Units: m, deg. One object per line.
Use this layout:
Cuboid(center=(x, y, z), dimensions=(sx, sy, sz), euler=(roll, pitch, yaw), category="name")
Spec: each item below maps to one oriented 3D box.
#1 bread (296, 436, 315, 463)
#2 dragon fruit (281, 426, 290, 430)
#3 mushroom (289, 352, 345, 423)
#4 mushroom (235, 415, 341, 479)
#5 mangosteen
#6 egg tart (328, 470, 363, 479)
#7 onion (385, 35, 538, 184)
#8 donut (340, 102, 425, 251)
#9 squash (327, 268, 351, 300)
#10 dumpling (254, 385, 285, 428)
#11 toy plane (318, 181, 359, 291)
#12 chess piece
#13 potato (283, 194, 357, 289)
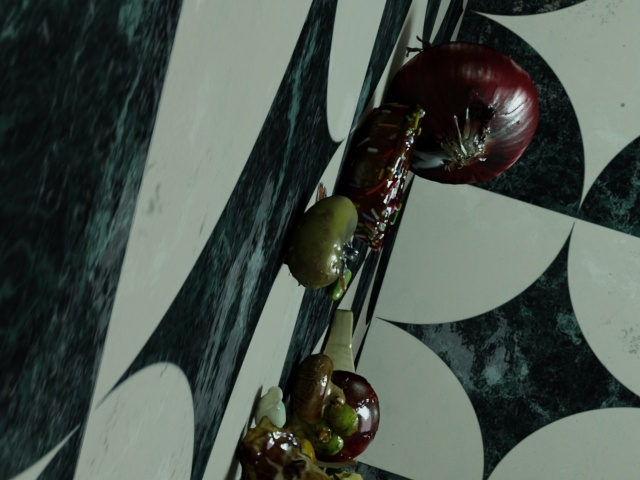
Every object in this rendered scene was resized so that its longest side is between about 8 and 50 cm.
Cuboid(center=(-0.066, 0.432, 2.129), dimensions=(0.271, 0.077, 0.139), euler=(102, 11, -58), category="bread")
Cuboid(center=(-0.072, 0.368, 1.832), dimensions=(0.106, 0.083, 0.162), euler=(-45, -117, 50), category="dragon fruit")
Cuboid(center=(-0.011, 0.244, 2.055), dimensions=(0.109, 0.085, 0.126), euler=(-117, -152, -45), category="mushroom")
Cuboid(center=(0.001, 0.457, 1.576), dimensions=(0.356, 0.334, 0.331), euler=(-48, 146, -58), category="mushroom")
Cuboid(center=(0.020, 0.310, 2.178), dimensions=(0.180, 0.166, 0.166), euler=(-11, 119, -71), category="mangosteen")
Cuboid(center=(-0.024, 0.537, 2.062), dimensions=(0.352, 0.150, 0.352), euler=(-44, 164, -16), category="egg tart")
Cuboid(center=(0.237, -0.236, 2.151), dimensions=(0.273, 0.273, 0.285), euler=(102, -12, -45), category="onion")
Cuboid(center=(0.090, -0.104, 1.921), dimensions=(0.235, 0.089, 0.235), euler=(18, 90, -85), category="donut")
Cuboid(center=(0.032, 0.079, 2.216), dimensions=(0.083, 0.027, 0.027), euler=(-62, 168, -57), category="squash")
Cuboid(center=(-0.069, 0.228, 1.696), dimensions=(0.059, 0.043, 0.077), euler=(-92, 176, -45), category="dumpling")
Cuboid(center=(0.020, -0.016, 1.688), dimensions=(0.188, 0.062, 0.135), euler=(96, -15, -49), category="toy plane")
Cuboid(center=(0.027, 0.288, 2.446), dimensions=(0.137, 0.137, 0.301), euler=(91, 7, -69), category="chess piece")
Cuboid(center=(0.000, 0.000, 1.507), dimensions=(0.138, 0.070, 0.091), euler=(-67, 170, -52), category="potato")
